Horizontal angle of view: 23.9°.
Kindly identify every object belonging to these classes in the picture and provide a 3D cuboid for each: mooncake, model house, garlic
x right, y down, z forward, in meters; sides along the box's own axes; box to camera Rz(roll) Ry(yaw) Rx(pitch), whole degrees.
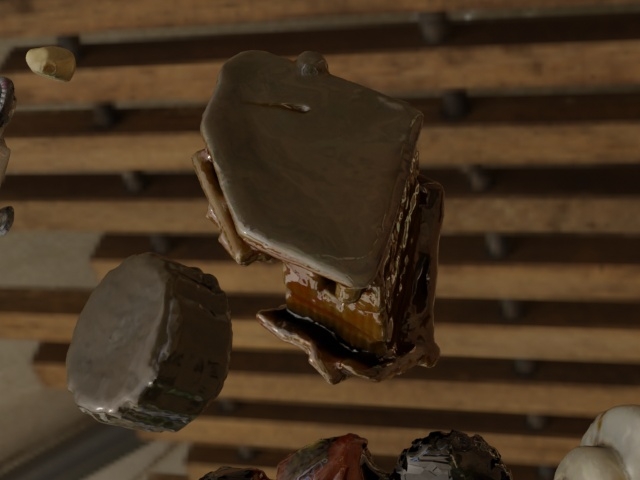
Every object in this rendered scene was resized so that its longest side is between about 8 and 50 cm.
[{"bbox_3d":[-0.211,0.133,1.913,0.124,0.228,0.228,26,-116,-38],"label":"mooncake"},{"bbox_3d":[0.000,-0.001,1.210,0.219,0.199,0.229,-58,-27,-35],"label":"model house"},{"bbox_3d":[-0.323,-0.214,1.828,0.053,0.083,0.041,11,-78,-25],"label":"garlic"}]

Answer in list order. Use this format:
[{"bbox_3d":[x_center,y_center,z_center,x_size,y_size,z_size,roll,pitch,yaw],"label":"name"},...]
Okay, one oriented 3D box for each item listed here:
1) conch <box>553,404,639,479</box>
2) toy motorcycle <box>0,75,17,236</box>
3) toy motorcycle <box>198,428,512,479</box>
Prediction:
[{"bbox_3d":[0.251,0.157,1.000,0.158,0.255,0.127,113,140,-57],"label":"conch"},{"bbox_3d":[-0.435,-0.074,1.803,0.110,0.171,0.260,22,-97,-32],"label":"toy motorcycle"},{"bbox_3d":[-0.020,0.292,1.063,0.134,0.207,0.401,-70,-1,-71],"label":"toy motorcycle"}]
